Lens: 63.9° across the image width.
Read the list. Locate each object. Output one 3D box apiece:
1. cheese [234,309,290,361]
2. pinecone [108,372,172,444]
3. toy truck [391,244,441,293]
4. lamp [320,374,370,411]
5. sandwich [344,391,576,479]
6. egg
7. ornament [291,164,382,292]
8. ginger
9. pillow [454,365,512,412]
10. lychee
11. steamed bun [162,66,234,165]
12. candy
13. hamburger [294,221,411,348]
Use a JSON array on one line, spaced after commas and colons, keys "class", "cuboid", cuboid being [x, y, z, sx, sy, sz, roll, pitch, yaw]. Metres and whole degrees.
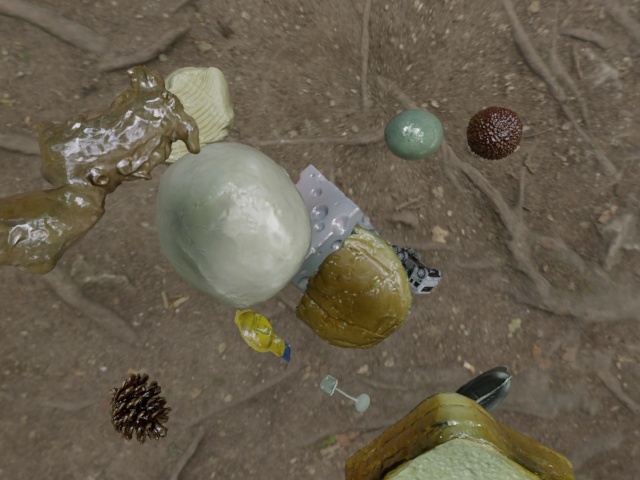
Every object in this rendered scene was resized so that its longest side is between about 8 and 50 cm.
[{"class": "cheese", "cuboid": [-0.204, 0.343, 1.852, 0.069, 0.177, 0.270, -38, 117, 24]}, {"class": "pinecone", "cuboid": [-0.547, 0.521, 1.558, 0.169, 0.185, 0.212, -27, 67, -21]}, {"class": "toy truck", "cuboid": [0.320, 0.099, 1.906, 0.253, 0.114, 0.124, 43, 116, 38]}, {"class": "lamp", "cuboid": [0.076, 0.407, 1.339, 0.198, 0.056, 0.050, 38, 74, -37]}, {"class": "sandwich", "cuboid": [0.195, 0.328, 0.710, 0.251, 0.087, 0.226, 33, 121, -16]}, {"class": "egg", "cuboid": [0.310, -0.349, 1.698, 0.169, 0.236, 0.169, 12, 108, 40]}, {"class": "ornament", "cuboid": [0.000, 0.000, 1.340, 0.240, 0.240, 0.239, -43, 138, 0]}, {"class": "ginger", "cuboid": [-0.252, -0.055, 0.498, 0.290, 0.084, 0.122, -43, 101, -12]}, {"class": "pillow", "cuboid": [0.243, 0.246, 0.794, 0.136, 0.055, 0.091, -42, 141, 10]}, {"class": "lychee", "cuboid": [0.385, -0.241, 1.138, 0.123, 0.129, 0.123, -4, 77, 18]}, {"class": "steamed bun", "cuboid": [-0.393, -0.349, 1.473, 0.276, 0.203, 0.289, 7, 89, -17]}, {"class": "candy", "cuboid": [-0.159, -0.025, 0.848, 0.295, 0.185, 0.295, 1, 92, 29]}, {"class": "hamburger", "cuboid": [0.078, 0.122, 1.085, 0.211, 0.132, 0.309, 36, 130, 3]}]
